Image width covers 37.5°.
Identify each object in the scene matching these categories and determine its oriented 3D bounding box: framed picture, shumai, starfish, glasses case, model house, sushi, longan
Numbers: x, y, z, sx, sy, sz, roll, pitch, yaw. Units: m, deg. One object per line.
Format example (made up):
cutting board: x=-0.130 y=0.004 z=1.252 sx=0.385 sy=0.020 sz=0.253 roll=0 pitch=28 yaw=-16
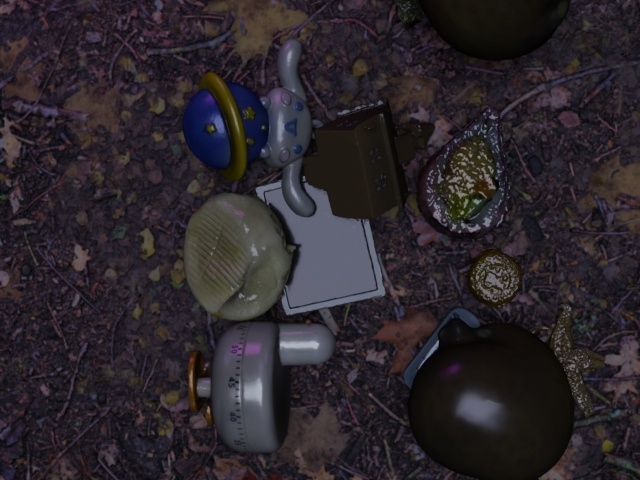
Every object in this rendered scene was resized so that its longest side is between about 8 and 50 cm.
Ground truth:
framed picture: x=0.000 y=0.000 z=1.747 sx=0.197 sy=0.014 sz=0.252 roll=-13 pitch=90 yaw=4
shumai: x=0.160 y=-0.427 z=1.712 sx=0.082 sy=0.083 sz=0.080 roll=27 pitch=126 yaw=29
starfish: x=0.444 y=0.219 z=1.707 sx=0.150 sy=0.053 sz=0.210 roll=2 pitch=90 yaw=-1
glasses case: x=0.222 y=0.203 z=1.722 sx=0.067 sy=0.045 sz=0.178 roll=37 pitch=93 yaw=1
model house: x=0.108 y=-0.163 z=1.678 sx=0.248 sy=0.176 sz=0.181 roll=-29 pitch=116 yaw=-36
sushi: x=0.249 y=-0.119 z=1.683 sx=0.161 sy=0.107 sz=0.241 roll=-3 pitch=85 yaw=2
longan: x=0.288 y=0.273 z=1.612 sx=0.300 sy=0.243 sz=0.300 roll=15 pitch=58 yaw=-27
longan: x=0.298 y=-0.466 z=1.578 sx=0.318 sy=0.319 sz=0.319 roll=0 pitch=91 yaw=3

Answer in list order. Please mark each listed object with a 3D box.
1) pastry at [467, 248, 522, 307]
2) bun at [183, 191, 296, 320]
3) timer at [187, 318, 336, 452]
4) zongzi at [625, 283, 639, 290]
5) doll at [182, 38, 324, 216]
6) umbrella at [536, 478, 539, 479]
pastry: x=0.317 y=0.069 z=1.708 sx=0.097 sy=0.057 sz=0.109 roll=-6 pitch=90 yaw=5
bun: x=-0.140 y=0.030 z=1.692 sx=0.229 sy=0.145 sz=0.230 roll=3 pitch=94 yaw=45
timer: x=-0.092 y=0.252 z=1.650 sx=0.240 sy=0.233 sz=0.234 roll=-2 pitch=91 yaw=7
zongzi: x=0.693 y=0.261 z=1.486 sx=0.218 sy=0.467 sz=0.500 roll=-19 pitch=89 yaw=9
doll: x=-0.119 y=-0.174 z=1.688 sx=0.242 sy=0.159 sz=0.311 roll=-25 pitch=103 yaw=-36
umbrella: x=0.401 y=0.487 z=1.705 sx=0.357 sy=0.106 sz=0.113 roll=40 pitch=84 yaw=9
